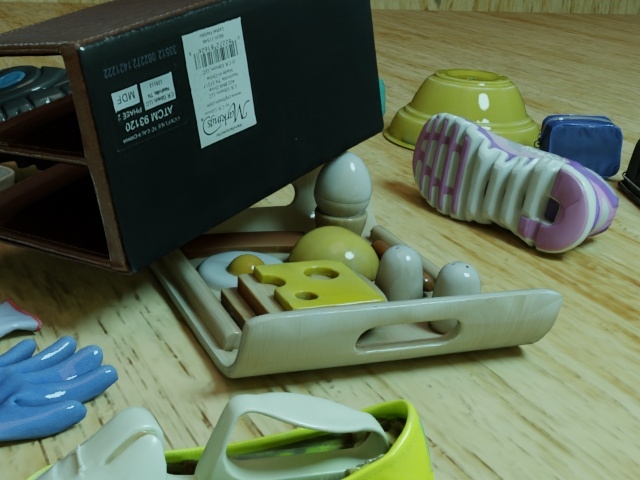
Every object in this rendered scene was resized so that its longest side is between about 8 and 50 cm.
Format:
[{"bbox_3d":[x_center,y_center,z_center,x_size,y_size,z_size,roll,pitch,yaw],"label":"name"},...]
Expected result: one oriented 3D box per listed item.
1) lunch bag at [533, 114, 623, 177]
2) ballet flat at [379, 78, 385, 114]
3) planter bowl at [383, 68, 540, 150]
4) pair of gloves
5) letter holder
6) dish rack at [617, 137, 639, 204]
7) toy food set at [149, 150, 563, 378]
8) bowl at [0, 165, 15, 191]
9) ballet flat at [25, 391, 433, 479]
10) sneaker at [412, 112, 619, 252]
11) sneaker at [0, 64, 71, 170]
[{"bbox_3d":[0.305,-0.114,1.131,0.098,0.067,0.065,4,19,2],"label":"lunch bag"},{"bbox_3d":[0.043,-0.235,1.391,0.083,0.087,0.247,-1,20,-14],"label":"ballet flat"},{"bbox_3d":[0.195,-0.175,1.249,0.217,0.090,0.217,4,19,-1],"label":"planter bowl"},{"bbox_3d":[-0.225,0.073,0.562,0.159,0.023,0.198,-13,26,-40],"label":"pair of gloves"},{"bbox_3d":[-0.126,-0.117,0.738,0.214,0.152,0.302,10,29,36],"label":"letter holder"},{"bbox_3d":[0.480,-0.055,1.002,0.272,0.074,0.208,5,21,-4],"label":"dish rack"},{"bbox_3d":[0.000,0.000,0.708,0.220,0.092,0.306,-4,20,-23],"label":"toy food set"},{"bbox_3d":[-0.342,-0.032,0.787,0.142,0.053,0.142,10,21,20],"label":"bowl"},{"bbox_3d":[-0.056,0.107,0.416,0.231,0.077,0.077,-3,21,-19],"label":"ballet flat"},{"bbox_3d":[0.191,-0.056,0.926,0.105,0.095,0.236,-3,25,-40],"label":"sneaker"},{"bbox_3d":[-0.240,-0.109,0.952,0.341,0.139,0.125,-13,37,6],"label":"sneaker"}]
